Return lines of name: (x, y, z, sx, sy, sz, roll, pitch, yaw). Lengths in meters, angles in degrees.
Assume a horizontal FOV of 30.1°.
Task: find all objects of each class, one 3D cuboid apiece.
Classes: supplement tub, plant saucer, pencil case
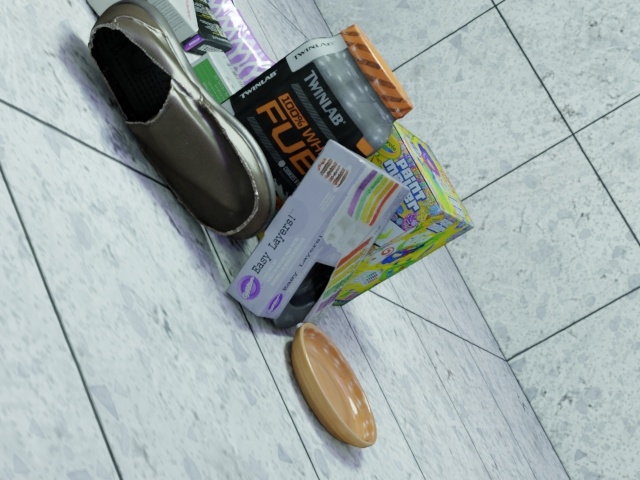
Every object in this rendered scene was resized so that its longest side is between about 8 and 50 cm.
supplement tub: (-0.034, -0.165, 1.748, 0.194, 0.316, 0.193, 52, 11, -14)
plant saucer: (0.014, 0.213, 1.715, 0.200, 0.037, 0.200, 54, 13, -19)
pencil case: (-0.160, -0.394, 2.328, 0.206, 0.088, 0.086, 57, 15, -10)

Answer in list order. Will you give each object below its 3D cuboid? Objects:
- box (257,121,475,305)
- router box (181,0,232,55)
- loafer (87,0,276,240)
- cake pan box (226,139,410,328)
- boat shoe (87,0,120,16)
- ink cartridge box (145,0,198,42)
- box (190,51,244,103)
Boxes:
box: (0.073, -0.036, 1.961, 0.177, 0.279, 0.290, 62, 13, 13)
router box: (-0.233, -0.404, 2.169, 0.133, 0.046, 0.179, 60, 13, 3)
loafer: (-0.201, -0.148, 1.577, 0.366, 0.133, 0.130, 54, 23, -1)
cake pan box: (0.000, 0.000, 1.682, 0.070, 0.267, 0.245, 37, 5, 21)
boat shoe: (-0.281, -0.307, 1.750, 0.184, 0.066, 0.063, 51, 12, 9)
ink cartridge box: (-0.289, -0.412, 1.880, 0.203, 0.085, 0.148, 51, 15, -35)
box: (-0.176, -0.239, 1.914, 0.101, 0.087, 0.102, 58, 13, -2)
